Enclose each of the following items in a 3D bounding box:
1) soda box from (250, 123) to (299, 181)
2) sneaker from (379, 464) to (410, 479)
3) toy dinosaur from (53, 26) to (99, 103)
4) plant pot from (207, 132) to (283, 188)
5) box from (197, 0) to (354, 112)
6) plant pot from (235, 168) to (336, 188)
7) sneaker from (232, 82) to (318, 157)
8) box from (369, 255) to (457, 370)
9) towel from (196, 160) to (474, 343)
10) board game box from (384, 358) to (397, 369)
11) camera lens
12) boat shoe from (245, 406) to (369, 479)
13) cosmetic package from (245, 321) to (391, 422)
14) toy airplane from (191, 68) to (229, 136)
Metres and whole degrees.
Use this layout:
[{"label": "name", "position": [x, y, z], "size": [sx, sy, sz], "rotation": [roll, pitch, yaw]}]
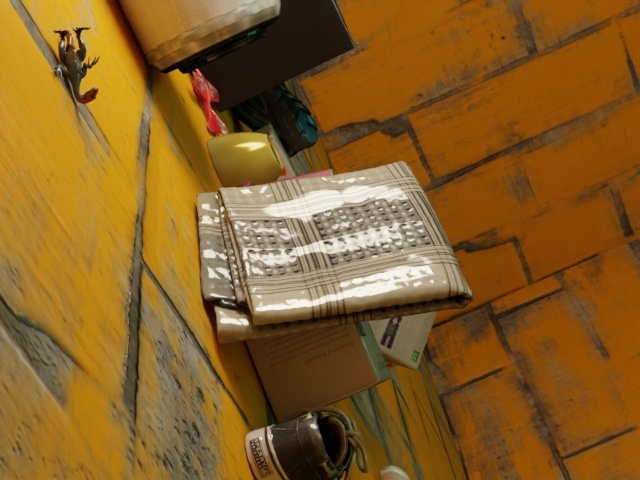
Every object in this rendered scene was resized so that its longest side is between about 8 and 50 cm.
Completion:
[{"label": "soda box", "position": [-0.085, -0.126, 2.144], "size": [0.069, 0.074, 0.216], "rotation": [-105, 169, -55]}, {"label": "sneaker", "position": [0.153, 0.486, 1.952], "size": [0.061, 0.054, 0.152], "rotation": [-79, 145, -74]}, {"label": "toy dinosaur", "position": [-0.260, -0.188, 1.139], "size": [0.090, 0.047, 0.082], "rotation": [-136, -141, -80]}, {"label": "plant pot", "position": [-0.120, -0.131, 1.790], "size": [0.134, 0.095, 0.134], "rotation": [-25, 90, -84]}, {"label": "box", "position": [-0.147, -0.495, 2.009], "size": [0.212, 0.293, 0.395], "rotation": [57, 11, -52]}, {"label": "plant pot", "position": [-0.038, -0.020, 1.685], "size": [0.201, 0.180, 0.201], "rotation": [-25, 90, -84]}, {"label": "sneaker", "position": [-0.141, -0.320, 2.179], "size": [0.125, 0.140, 0.341], "rotation": [-14, 77, -63]}, {"label": "box", "position": [0.104, 0.073, 1.865], "size": [0.058, 0.232, 0.322], "rotation": [11, -15, 43]}, {"label": "towel", "position": [0.000, 0.000, 1.370], "size": [0.312, 0.324, 0.056], "rotation": [-107, -170, -51]}, {"label": "board game box", "position": [0.100, 0.218, 2.314], "size": [0.181, 0.092, 0.043], "rotation": [-106, 169, -51]}, {"label": "camera lens", "position": [-0.201, -0.400, 1.559], "size": [0.219, 0.219, 0.274], "rotation": [-82, 148, -78]}, {"label": "boat shoe", "position": [0.000, 0.258, 1.308], "size": [0.306, 0.105, 0.113], "rotation": [50, 18, -67]}, {"label": "cosmetic package", "position": [-0.011, 0.137, 1.453], "size": [0.151, 0.151, 0.183], "rotation": [26, 40, -79]}, {"label": "toy airplane", "position": [-0.199, -0.244, 1.857], "size": [0.151, 0.028, 0.151], "rotation": [-24, 90, -82]}]
